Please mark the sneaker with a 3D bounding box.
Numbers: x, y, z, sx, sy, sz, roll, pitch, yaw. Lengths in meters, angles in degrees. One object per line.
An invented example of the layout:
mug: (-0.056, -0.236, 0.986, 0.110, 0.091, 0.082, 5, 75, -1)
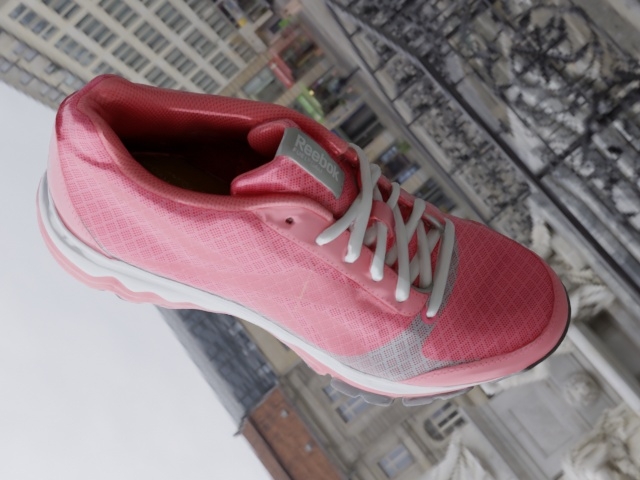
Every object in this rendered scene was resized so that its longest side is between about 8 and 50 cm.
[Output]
sneaker: (0.000, 0.000, 0.445, 0.313, 0.116, 0.136, 16, 151, -6)
